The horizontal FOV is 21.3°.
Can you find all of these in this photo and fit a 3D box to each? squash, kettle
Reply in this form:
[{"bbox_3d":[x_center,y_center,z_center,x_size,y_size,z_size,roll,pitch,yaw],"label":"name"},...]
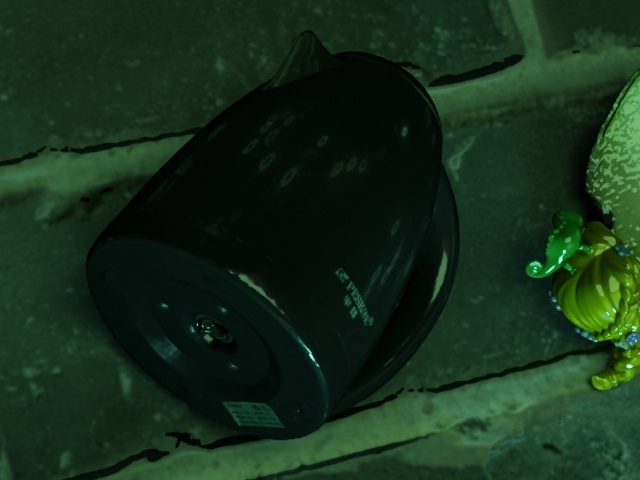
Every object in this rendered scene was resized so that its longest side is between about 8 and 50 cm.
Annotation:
[{"bbox_3d":[0.318,-0.058,1.492,0.192,0.085,0.184,39,94,-4],"label":"squash"},{"bbox_3d":[0.000,0.000,1.297,0.290,0.207,0.268,-54,126,-33],"label":"kettle"}]

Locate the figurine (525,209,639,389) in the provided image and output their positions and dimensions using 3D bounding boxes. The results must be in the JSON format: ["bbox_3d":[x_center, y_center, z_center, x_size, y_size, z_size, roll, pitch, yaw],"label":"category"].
[{"bbox_3d":[0.230,0.052,1.411,0.156,0.095,0.115,37,86,-27],"label":"figurine"}]
